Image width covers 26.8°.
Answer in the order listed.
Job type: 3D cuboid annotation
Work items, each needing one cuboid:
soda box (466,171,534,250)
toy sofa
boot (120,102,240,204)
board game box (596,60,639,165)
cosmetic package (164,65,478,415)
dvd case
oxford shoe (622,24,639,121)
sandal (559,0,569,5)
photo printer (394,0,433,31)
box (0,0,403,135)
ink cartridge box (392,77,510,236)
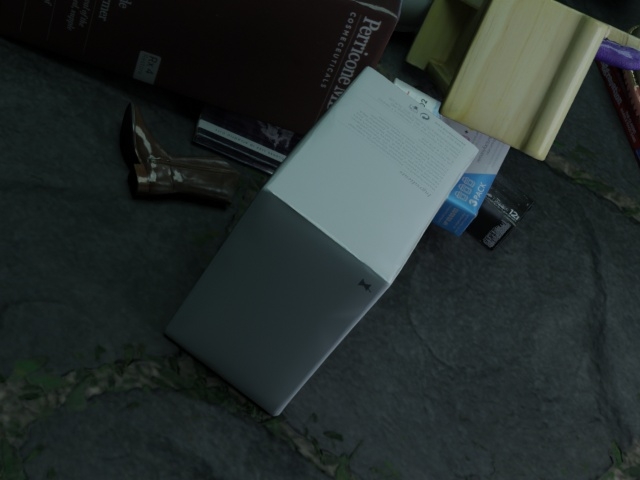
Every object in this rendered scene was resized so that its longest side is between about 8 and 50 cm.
[{"bbox_3d":[0.153,-0.069,1.510,0.169,0.053,0.060,41,43,4],"label":"soda box"},{"bbox_3d":[0.215,-0.199,1.464,0.177,0.150,0.362,23,14,-9],"label":"toy sofa"},{"bbox_3d":[-0.139,-0.086,1.348,0.114,0.037,0.106,2,66,-28],"label":"boot"},{"bbox_3d":[0.470,-0.142,1.799,0.145,0.027,0.281,8,50,-28],"label":"board game box"},{"bbox_3d":[0.000,0.000,1.227,0.138,0.224,0.224,36,43,-1],"label":"cosmetic package"},{"bbox_3d":[-0.048,-0.155,1.481,0.165,0.018,0.221,23,44,-16],"label":"dvd case"},{"bbox_3d":[0.520,-0.147,1.706,0.141,0.146,0.397,-6,57,-35],"label":"oxford shoe"},{"bbox_3d":[0.219,-0.463,1.853,0.168,0.107,0.445,-12,61,-40],"label":"sandal"},{"bbox_3d":[-0.004,-0.370,1.589,0.308,0.107,0.256,-5,57,-51],"label":"photo printer"},{"bbox_3d":[-0.121,-0.254,1.360,0.382,0.191,0.143,16,46,-8],"label":"box"},{"bbox_3d":[0.098,-0.098,1.435,0.181,0.061,0.104,28,65,0],"label":"ink cartridge box"}]
